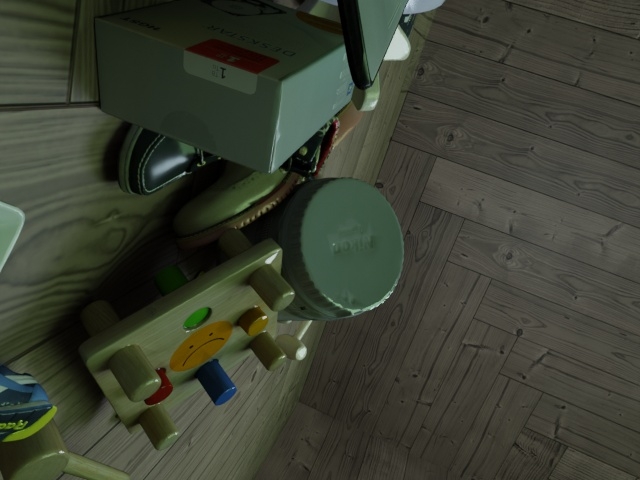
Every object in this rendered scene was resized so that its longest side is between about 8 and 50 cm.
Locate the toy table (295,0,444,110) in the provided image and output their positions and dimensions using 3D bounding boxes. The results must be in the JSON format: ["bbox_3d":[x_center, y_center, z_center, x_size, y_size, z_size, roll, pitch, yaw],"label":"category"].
[{"bbox_3d":[0.040,-0.331,0.716,0.161,0.274,0.252,115,-30,-52],"label":"toy table"}]

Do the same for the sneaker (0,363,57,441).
[{"bbox_3d":[-0.295,0.132,0.413,0.053,0.059,0.144,-42,151,2],"label":"sneaker"}]

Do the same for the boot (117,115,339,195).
[{"bbox_3d":[-0.093,-0.110,0.568,0.236,0.178,0.085,-59,167,-45],"label":"boot"}]

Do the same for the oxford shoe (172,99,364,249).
[{"bbox_3d":[-0.093,-0.146,0.749,0.397,0.140,0.147,-51,121,-32],"label":"oxford shoe"}]

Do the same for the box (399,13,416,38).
[{"bbox_3d":[0.103,-0.467,0.943,0.270,0.143,0.165,-50,159,-59],"label":"box"}]

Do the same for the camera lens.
[{"bbox_3d":[-0.029,0.022,0.825,0.274,0.219,0.219,-13,-136,53],"label":"camera lens"}]

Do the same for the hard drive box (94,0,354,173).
[{"bbox_3d":[-0.076,-0.178,0.516,0.232,0.181,0.089,-56,164,-52],"label":"hard drive box"}]

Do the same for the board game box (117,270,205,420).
[{"bbox_3d":[-0.240,0.185,0.845,0.124,0.039,0.260,88,23,-67],"label":"board game box"}]

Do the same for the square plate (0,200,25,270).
[{"bbox_3d":[-0.321,0.094,0.189,0.347,0.049,0.344,62,50,-77],"label":"square plate"}]

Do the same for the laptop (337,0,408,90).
[{"bbox_3d":[0.127,-0.373,0.332,0.382,0.236,0.408,-68,150,-53],"label":"laptop"}]

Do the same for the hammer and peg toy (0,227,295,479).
[{"bbox_3d":[-0.204,0.159,0.637,0.361,0.127,0.266,-32,153,-26],"label":"hammer and peg toy"}]

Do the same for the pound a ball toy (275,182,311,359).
[{"bbox_3d":[-0.073,0.065,1.072,0.208,0.135,0.319,47,59,-39],"label":"pound a ball toy"}]
